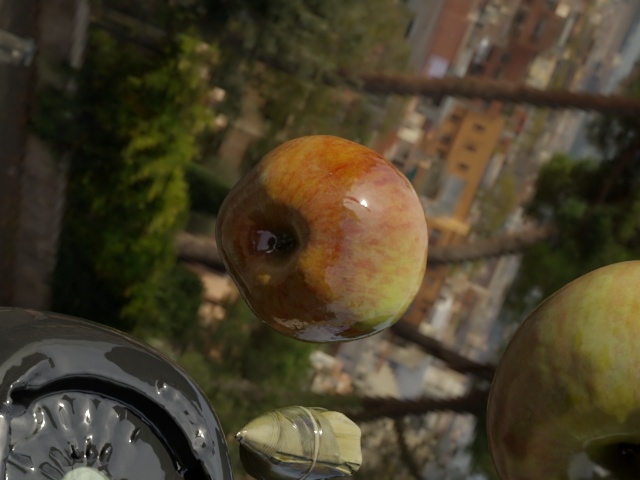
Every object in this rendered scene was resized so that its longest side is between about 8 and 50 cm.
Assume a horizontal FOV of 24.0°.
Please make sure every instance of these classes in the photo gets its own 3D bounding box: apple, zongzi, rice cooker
[{"bbox_3d":[0.003,0.001,0.897,0.102,0.126,0.126,-6,121,-61],"label":"apple"},{"bbox_3d":[-0.032,0.104,0.753,0.076,0.083,0.040,-16,-106,47],"label":"zongzi"},{"bbox_3d":[0.273,0.146,1.293,0.234,0.257,0.256,-52,164,-66],"label":"apple"},{"bbox_3d":[-0.178,0.173,0.843,0.224,0.267,0.267,-25,-156,41],"label":"rice cooker"}]
